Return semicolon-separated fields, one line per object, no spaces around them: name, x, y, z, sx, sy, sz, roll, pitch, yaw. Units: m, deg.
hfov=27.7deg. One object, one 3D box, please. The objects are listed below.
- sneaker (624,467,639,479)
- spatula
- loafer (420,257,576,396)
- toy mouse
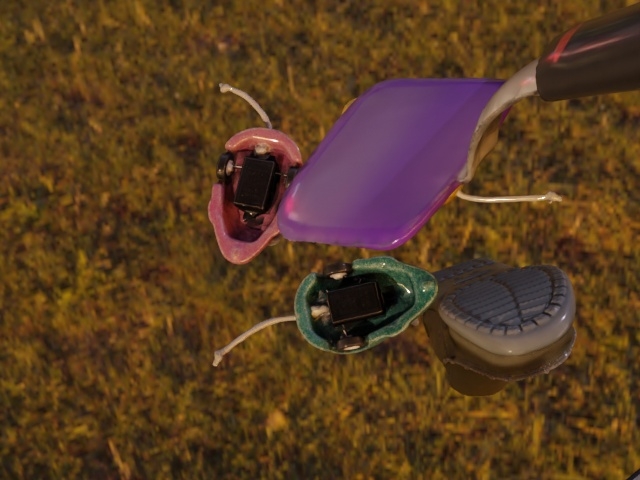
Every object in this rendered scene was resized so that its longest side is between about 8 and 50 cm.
sneaker;0.212;0.227;0.713;0.182;0.127;0.315;-27;27;37
spatula;0.062;-0.040;0.379;0.030;0.296;0.084;42;71;-13
loafer;0.132;0.068;0.952;0.094;0.087;0.251;-19;7;-4
toy mouse;0.000;0.000;0.574;0.161;0.031;0.143;34;86;16
